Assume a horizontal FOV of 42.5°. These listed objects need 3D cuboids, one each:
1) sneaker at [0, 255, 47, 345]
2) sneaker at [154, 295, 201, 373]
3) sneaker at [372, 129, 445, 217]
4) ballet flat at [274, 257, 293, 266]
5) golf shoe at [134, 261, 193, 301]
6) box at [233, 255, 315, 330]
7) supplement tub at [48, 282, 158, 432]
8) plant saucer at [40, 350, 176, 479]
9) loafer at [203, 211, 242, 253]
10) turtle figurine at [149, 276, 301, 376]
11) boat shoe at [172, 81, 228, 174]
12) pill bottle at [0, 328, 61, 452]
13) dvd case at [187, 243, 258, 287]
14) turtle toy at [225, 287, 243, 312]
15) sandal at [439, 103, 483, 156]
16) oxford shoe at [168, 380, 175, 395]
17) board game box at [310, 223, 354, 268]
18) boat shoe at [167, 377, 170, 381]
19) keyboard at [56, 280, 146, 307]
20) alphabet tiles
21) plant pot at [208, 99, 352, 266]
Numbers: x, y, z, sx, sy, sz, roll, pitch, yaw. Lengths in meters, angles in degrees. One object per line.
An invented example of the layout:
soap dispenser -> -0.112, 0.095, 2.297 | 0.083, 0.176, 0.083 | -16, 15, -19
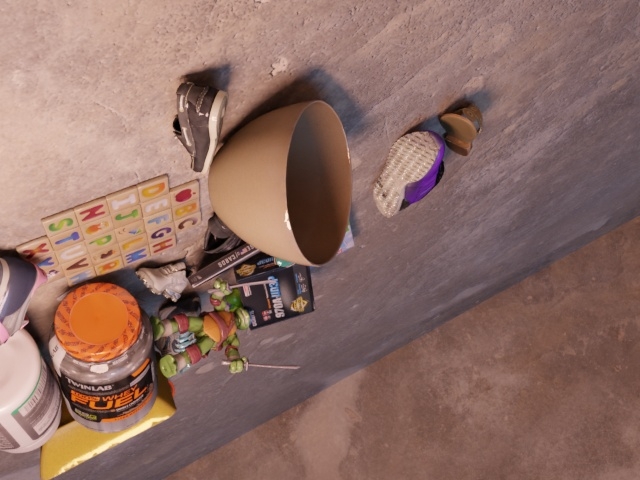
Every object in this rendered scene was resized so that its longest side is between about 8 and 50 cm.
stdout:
sneaker -> -0.590, 0.170, 1.461 | 0.319, 0.112, 0.131 | -55, 150, 15
sneaker -> -0.332, 0.236, 2.026 | 0.110, 0.122, 0.283 | -18, 156, -25
sneaker -> 0.228, -0.170, 1.863 | 0.146, 0.102, 0.293 | -23, 163, -27
ballet flat -> -0.042, -0.004, 1.895 | 0.168, 0.057, 0.052 | -47, -172, 2
golf shoe -> -0.332, 0.072, 1.759 | 0.086, 0.069, 0.176 | -48, 164, 1
box -> -0.108, 0.117, 1.990 | 0.175, 0.051, 0.220 | -16, 142, -8
supplement tub -> -0.448, 0.246, 1.718 | 0.207, 0.207, 0.338 | -21, 149, -21
plant saucer -> -0.531, 0.382, 1.971 | 0.333, 0.333, 0.081 | -26, 115, -8
loafer -> -0.185, -0.034, 1.658 | 0.078, 0.076, 0.223 | -26, 164, -31
turtle figurine -> -0.228, 0.194, 1.835 | 0.266, 0.274, 0.198 | -17, 115, -39
boat shoe -> -0.199, -0.182, 1.336 | 0.079, 0.084, 0.233 | 14, 158, -5
pill bottle -> -0.647, 0.312, 1.684 | 0.204, 0.204, 0.361 | -22, 158, -18
dvd case -> -0.174, 0.031, 1.797 | 0.238, 0.029, 0.179 | -31, -179, -4
turtle toy -> -0.201, 0.159, 2.095 | 0.095, 0.066, 0.130 | -32, 159, 3
sandal -> 0.320, -0.263, 1.819 | 0.079, 0.088, 0.240 | -60, 167, -6
oxford shoe -> -0.519, 0.421, 2.223 | 0.271, 0.097, 0.098 | -8, 167, 4
board game box -> 0.000, 0.000, 2.027 | 0.160, 0.039, 0.211 | -28, 160, -3
boat shoe -> -0.466, 0.394, 2.281 | 0.070, 0.078, 0.219 | -19, 159, -28
keyboard -> -0.466, 0.131, 1.775 | 0.072, 0.014, 0.256 | -27, 159, 10
alphabet tiles -> -0.385, -0.011, 1.550 | 0.342, 0.011, 0.285 | -23, 158, -17
plant pot -> -0.083, -0.098, 1.440 | 0.191, 0.284, 0.284 | 1, 170, 23
